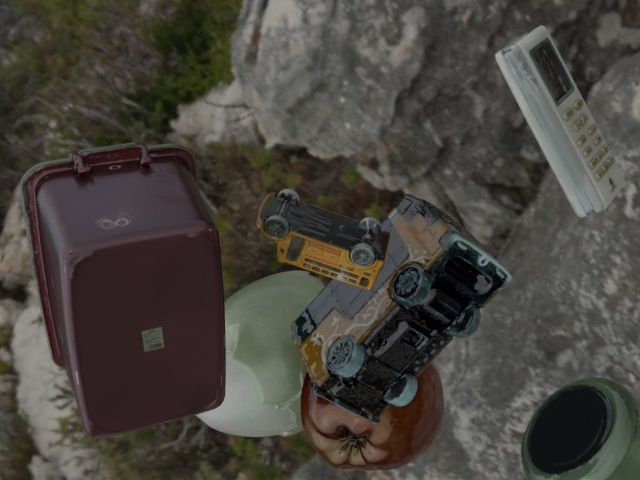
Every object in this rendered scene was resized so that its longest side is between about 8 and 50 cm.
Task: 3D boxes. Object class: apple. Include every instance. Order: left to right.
[{"bbox_3d":[0.075,0.253,1.346,0.234,0.234,0.234,-16,61,32],"label":"apple"}]

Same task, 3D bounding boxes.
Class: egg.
[{"bbox_3d":[-0.085,0.218,1.567,0.336,0.278,0.278,-40,45,-18],"label":"egg"}]

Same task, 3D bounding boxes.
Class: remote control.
[{"bbox_3d":[0.362,-0.179,1.285,0.055,0.103,0.277,-21,102,44],"label":"remote control"}]

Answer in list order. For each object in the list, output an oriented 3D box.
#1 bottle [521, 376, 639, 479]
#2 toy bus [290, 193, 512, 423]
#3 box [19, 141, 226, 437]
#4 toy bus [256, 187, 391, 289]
[{"bbox_3d":[0.417,0.330,1.078,0.168,0.347,0.168,-43,19,18],"label":"bottle"},{"bbox_3d":[0.101,0.086,1.149,0.275,0.138,0.167,-49,34,13],"label":"toy bus"},{"bbox_3d":[-0.199,0.059,0.927,0.167,0.193,0.294,-129,33,-50],"label":"box"},{"bbox_3d":[0.000,0.000,1.054,0.069,0.162,0.074,-71,-1,-52],"label":"toy bus"}]
